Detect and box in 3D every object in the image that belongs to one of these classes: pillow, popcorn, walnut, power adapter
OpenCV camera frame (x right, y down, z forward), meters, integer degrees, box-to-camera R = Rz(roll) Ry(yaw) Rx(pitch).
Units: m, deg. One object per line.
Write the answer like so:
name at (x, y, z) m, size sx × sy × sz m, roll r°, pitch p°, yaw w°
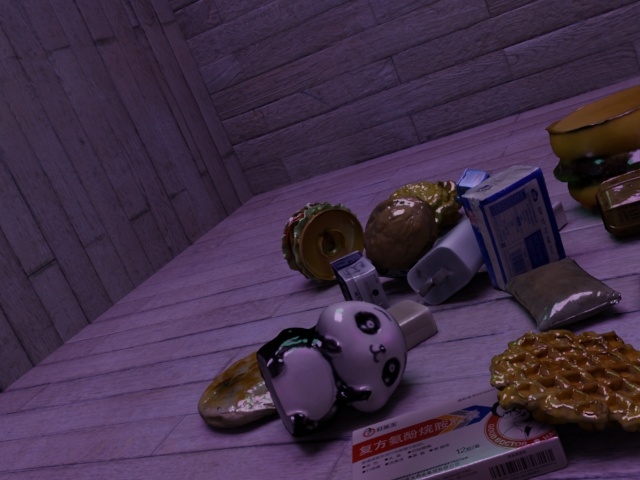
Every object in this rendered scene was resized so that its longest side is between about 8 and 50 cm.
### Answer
pillow at (0.534, 0.117, 1.636) m, size 0.185 × 0.075 × 0.302 m, roll -24°, pitch 14°, yaw 4°
popcorn at (0.355, -0.098, 2.481) m, size 0.286 × 0.174 × 0.225 m, roll -12°, pitch 31°, yaw 2°
walnut at (0.226, -0.024, 2.066) m, size 0.245 × 0.198 × 0.198 m, roll -52°, pitch -5°, yaw 36°
power adapter at (0.338, 0.069, 1.920) m, size 0.255 × 0.124 × 0.187 m, roll -40°, pitch -5°, yaw -47°

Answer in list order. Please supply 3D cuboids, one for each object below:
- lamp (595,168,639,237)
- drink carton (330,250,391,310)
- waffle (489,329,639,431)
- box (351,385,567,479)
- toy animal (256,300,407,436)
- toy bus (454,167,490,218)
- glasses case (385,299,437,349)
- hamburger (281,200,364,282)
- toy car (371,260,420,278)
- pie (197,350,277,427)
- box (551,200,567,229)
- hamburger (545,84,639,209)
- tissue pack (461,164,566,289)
lamp at (0.804, -0.098, 1.839) m, size 0.185 × 0.161 × 0.161 m, roll -20°, pitch 15°, yaw 16°
drink carton at (0.115, 0.128, 2.098) m, size 0.101 × 0.134 × 0.222 m, roll -22°, pitch 15°, yaw -6°
waffle at (0.454, 0.233, 1.243) m, size 0.325 × 0.068 × 0.302 m, roll 8°, pitch 20°, yaw 28°
box at (0.226, 0.361, 1.269) m, size 0.353 × 0.069 × 0.214 m, roll -19°, pitch 15°, yaw 8°
toy animal at (0.035, 0.261, 1.562) m, size 0.310 × 0.251 × 0.251 m, roll -21°, pitch 14°, yaw -13°
toy bus at (0.436, -0.088, 1.969) m, size 0.094 × 0.236 × 0.079 m, roll 21°, pitch 63°, yaw 43°
glasses case at (0.126, 0.252, 1.774) m, size 0.312 × 0.070 × 0.131 m, roll -27°, pitch 15°, yaw -16°
hamburger at (0.000, 0.000, 2.450) m, size 0.274 × 0.274 × 0.212 m, roll -28°, pitch 18°, yaw -20°
toy car at (0.250, 0.083, 2.173) m, size 0.204 × 0.056 × 0.095 m, roll 1°, pitch 17°, yaw 8°
pie at (-0.174, 0.362, 1.824) m, size 0.337 × 0.075 × 0.337 m, roll -22°, pitch 15°, yaw 6°
box at (0.594, -0.038, 2.083) m, size 0.194 × 0.073 × 0.139 m, roll -33°, pitch 17°, yaw -33°
hamburger at (0.874, -0.262, 2.050) m, size 0.395 × 0.277 × 0.396 m, roll -24°, pitch 13°, yaw 6°
tissue pack at (0.488, -0.033, 1.840) m, size 0.209 × 0.270 × 0.137 m, roll -31°, pitch 20°, yaw -21°
